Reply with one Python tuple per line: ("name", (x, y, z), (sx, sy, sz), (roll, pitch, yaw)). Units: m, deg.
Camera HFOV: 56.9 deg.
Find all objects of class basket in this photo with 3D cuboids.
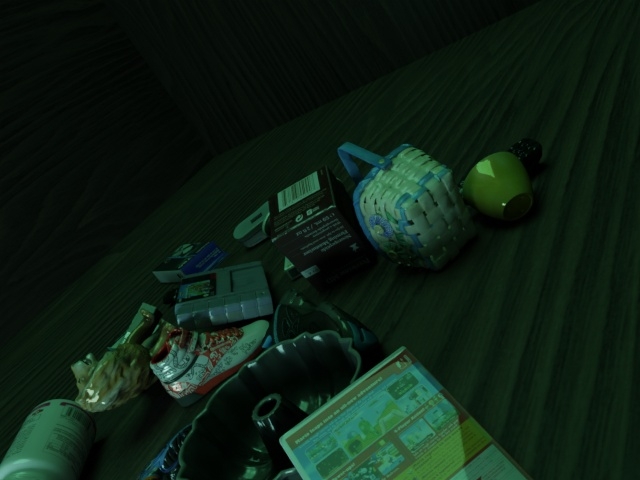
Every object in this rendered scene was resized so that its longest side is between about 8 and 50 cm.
("basket", (0.162, -0.080, 1.233), (0.201, 0.255, 0.289), (-40, 32, -8))

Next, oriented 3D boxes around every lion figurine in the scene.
("lion figurine", (-0.432, 0.299, 1.417), (0.240, 0.142, 0.392), (-60, -12, -13))

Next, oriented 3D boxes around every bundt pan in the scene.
("bundt pan", (-0.050, 0.294, 0.905), (0.331, 0.124, 0.331), (-29, 22, 13))

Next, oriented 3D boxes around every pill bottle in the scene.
("pill bottle", (-0.590, 0.483, 1.254), (0.160, 0.160, 0.283), (-32, 20, 6))

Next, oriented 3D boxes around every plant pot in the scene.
("plant pot", (0.363, -0.093, 1.164), (0.134, 0.134, 0.095), (-32, 44, 5))

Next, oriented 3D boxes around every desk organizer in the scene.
("desk organizer", (-0.472, 0.235, 1.559), (0.047, 0.050, 0.130), (17, 65, 17))

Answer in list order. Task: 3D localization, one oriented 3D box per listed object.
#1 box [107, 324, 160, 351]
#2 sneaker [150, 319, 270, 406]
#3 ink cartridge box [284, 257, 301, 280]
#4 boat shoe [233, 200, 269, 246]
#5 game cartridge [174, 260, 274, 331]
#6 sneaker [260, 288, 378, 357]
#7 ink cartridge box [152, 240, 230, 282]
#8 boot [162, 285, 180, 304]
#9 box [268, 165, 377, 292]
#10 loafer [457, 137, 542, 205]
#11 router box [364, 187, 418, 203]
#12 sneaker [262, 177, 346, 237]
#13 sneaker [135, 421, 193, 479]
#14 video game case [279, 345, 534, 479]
("box", (-0.511, 0.296, 1.694), (0.244, 0.060, 0.100), (-9, 32, 49))
("sneaker", (-0.242, 0.232, 1.306), (0.270, 0.145, 0.090), (-38, 21, -10))
("ink cartridge box", (0.000, 0.000, 1.598), (0.208, 0.045, 0.206), (-30, 22, 12))
("boat shoe", (-0.163, -0.067, 1.939), (0.258, 0.084, 0.095), (-30, 45, 17))
("game cartridge", (-0.247, 0.130, 1.507), (0.230, 0.068, 0.355), (-7, 13, -8))
("sneaker", (-0.008, 0.190, 1.122), (0.140, 0.125, 0.341), (-56, 19, -13))
("ink cartridge box", (-0.468, 0.078, 2.117), (0.332, 0.065, 0.165), (-5, 35, 51))
("boot", (-0.469, 0.182, 1.908), (0.099, 0.045, 0.121), (-23, 16, 23))
("box", (0.003, -0.026, 1.375), (0.168, 0.203, 0.167), (-29, 37, 15))
("loafer", (0.385, -0.135, 1.269), (0.223, 0.078, 0.076), (-33, 44, -10))
("router box", (0.176, -0.110, 1.575), (0.179, 0.046, 0.133), (-24, 23, 26))
("sneaker", (-0.045, -0.097, 1.795), (0.295, 0.105, 0.147), (-31, 15, -4))
("sneaker", (-0.275, 0.407, 1.066), (0.221, 0.083, 0.087), (-42, 14, -30))
("video game case", (0.105, 0.272, 0.669), (0.204, 0.025, 0.285), (-34, 46, -12))
